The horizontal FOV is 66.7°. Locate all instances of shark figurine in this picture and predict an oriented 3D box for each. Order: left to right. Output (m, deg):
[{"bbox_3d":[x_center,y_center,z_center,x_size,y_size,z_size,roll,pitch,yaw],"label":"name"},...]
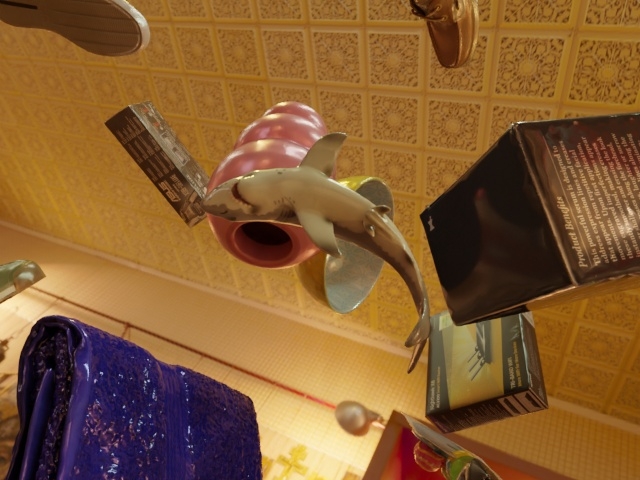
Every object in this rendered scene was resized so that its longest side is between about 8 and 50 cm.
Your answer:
[{"bbox_3d":[0.028,0.002,0.533,0.278,0.166,0.116,37,-29,1],"label":"shark figurine"}]

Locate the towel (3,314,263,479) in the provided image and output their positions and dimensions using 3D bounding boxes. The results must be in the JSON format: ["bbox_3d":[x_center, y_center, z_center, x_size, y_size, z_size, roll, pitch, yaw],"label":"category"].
[{"bbox_3d":[-0.129,0.213,0.421,0.076,0.227,0.308,-14,-32,14],"label":"towel"}]

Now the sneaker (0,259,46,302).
[{"bbox_3d":[-0.363,0.048,0.441,0.064,0.192,0.086,-18,-75,47],"label":"sneaker"}]

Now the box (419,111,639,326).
[{"bbox_3d":[0.407,-0.028,0.731,0.293,0.396,0.211,121,-42,-68],"label":"box"}]

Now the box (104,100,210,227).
[{"bbox_3d":[-0.384,-0.200,1.234,0.077,0.242,0.307,-34,-70,4],"label":"box"}]

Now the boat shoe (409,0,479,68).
[{"bbox_3d":[0.094,-0.202,0.394,0.050,0.045,0.135,28,-35,51],"label":"boat shoe"}]

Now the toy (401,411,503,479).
[{"bbox_3d":[0.183,0.323,0.720,0.137,0.056,0.237,30,-12,8],"label":"toy"}]

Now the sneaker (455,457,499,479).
[{"bbox_3d":[0.221,0.284,0.499,0.153,0.269,0.101,48,-41,35],"label":"sneaker"}]

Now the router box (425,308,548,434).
[{"bbox_3d":[0.368,0.265,1.119,0.243,0.308,0.081,-32,-66,32],"label":"router box"}]

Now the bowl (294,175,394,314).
[{"bbox_3d":[0.023,-0.007,1.015,0.156,0.289,0.289,18,-47,29],"label":"bowl"}]

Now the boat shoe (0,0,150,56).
[{"bbox_3d":[-0.425,-0.404,0.850,0.303,0.094,0.109,19,-53,9],"label":"boat shoe"}]

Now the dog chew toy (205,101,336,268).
[{"bbox_3d":[-0.063,-0.114,0.809,0.207,0.331,0.206,5,-43,5],"label":"dog chew toy"}]
